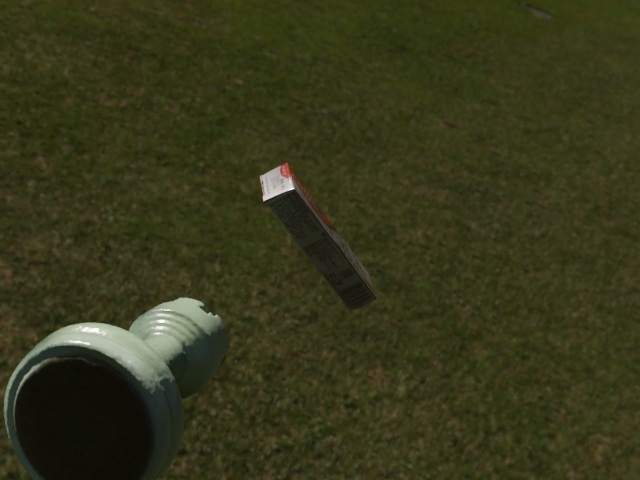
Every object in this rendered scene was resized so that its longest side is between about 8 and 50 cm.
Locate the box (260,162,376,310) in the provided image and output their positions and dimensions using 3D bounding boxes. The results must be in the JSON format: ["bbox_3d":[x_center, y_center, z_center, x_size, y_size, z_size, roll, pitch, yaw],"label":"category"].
[{"bbox_3d":[0.000,0.000,1.126,0.218,0.040,0.055,53,15,-38],"label":"box"}]

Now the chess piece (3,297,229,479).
[{"bbox_3d":[-0.212,0.161,1.101,0.195,0.194,0.299,25,17,8],"label":"chess piece"}]
